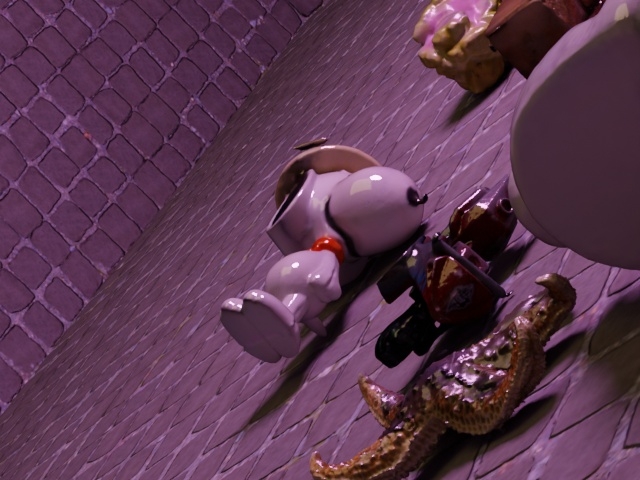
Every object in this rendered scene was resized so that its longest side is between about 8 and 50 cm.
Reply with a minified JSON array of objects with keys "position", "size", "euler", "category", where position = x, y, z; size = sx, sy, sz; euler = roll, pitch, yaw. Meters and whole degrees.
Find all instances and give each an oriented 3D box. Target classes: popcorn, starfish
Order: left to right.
[{"position":[0.094,0.110,1.470],"size":[0.238,0.071,0.216],"euler":[-36,4,-7],"category":"starfish"},{"position":[0.181,-0.248,2.379],"size":[0.126,0.126,0.145],"euler":[-35,18,17],"category":"popcorn"}]

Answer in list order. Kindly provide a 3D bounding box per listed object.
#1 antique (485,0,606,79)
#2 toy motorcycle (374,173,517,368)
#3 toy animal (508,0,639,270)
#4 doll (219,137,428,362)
[{"position":[0.276,-0.286,2.216],"size":[0.087,0.093,0.310],"euler":[-38,12,35],"category":"antique"},{"position":[0.116,0.017,1.679],"size":[0.122,0.082,0.213],"euler":[-35,15,48],"category":"toy motorcycle"},{"position":[0.265,-0.142,1.421],"size":[0.241,0.196,0.367],"euler":[-34,17,52],"category":"toy animal"},{"position":[-0.016,0.008,2.078],"size":[0.271,0.144,0.208],"euler":[-44,18,-23],"category":"doll"}]
